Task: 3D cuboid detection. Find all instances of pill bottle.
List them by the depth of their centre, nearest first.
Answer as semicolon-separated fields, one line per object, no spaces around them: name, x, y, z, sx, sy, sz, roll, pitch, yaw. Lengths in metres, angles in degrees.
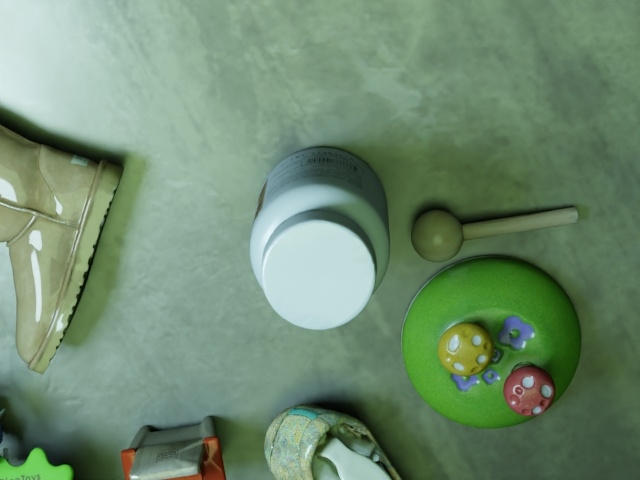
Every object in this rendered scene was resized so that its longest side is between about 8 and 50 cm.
pill bottle;0.000;0.000;1.656;0.131;0.229;0.131;0;106;1

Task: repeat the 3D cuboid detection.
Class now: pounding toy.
pounding toy;0.173;0.092;1.744;0.183;0.110;0.236;-1;107;1

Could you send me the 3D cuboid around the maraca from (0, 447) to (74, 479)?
maraca;-0.287;0.299;1.735;0.127;0.099;0.185;-10;76;-2

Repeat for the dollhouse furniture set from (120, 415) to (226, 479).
dollhouse furniture set;-0.134;0.325;1.802;0.262;0.135;0.259;-9;106;3

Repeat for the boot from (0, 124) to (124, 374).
boot;-0.353;-0.019;1.734;0.270;0.089;0.236;19;95;-5

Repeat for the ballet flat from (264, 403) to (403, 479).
ballet flat;0.075;0.309;1.796;0.123;0.123;0.348;-35;101;10

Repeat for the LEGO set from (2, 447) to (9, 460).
LEGO set;-0.459;0.259;1.825;0.287;0.107;0.132;-7;72;7

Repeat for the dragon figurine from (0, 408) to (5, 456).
dragon figurine;-0.406;0.111;1.755;0.144;0.085;0.289;-18;74;4
